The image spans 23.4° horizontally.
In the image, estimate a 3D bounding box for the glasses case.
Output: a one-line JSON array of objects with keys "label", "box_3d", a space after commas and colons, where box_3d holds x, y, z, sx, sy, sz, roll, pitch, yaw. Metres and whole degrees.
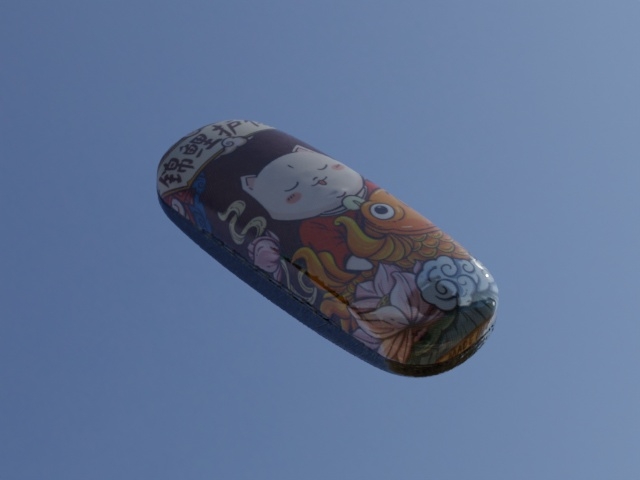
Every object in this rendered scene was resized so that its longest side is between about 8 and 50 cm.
[{"label": "glasses case", "box_3d": [0.000, 0.000, 1.246, 0.122, 0.321, 0.082, -36, -35, -32]}]
